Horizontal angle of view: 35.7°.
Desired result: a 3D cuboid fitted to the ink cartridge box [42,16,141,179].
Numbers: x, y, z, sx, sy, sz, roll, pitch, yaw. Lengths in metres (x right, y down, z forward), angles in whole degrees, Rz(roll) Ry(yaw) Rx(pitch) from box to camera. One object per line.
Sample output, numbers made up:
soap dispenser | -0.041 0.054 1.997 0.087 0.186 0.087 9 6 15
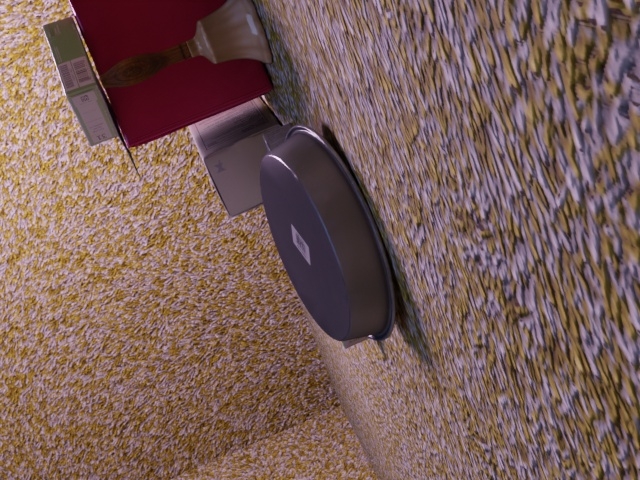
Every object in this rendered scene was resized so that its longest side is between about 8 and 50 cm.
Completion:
ink cartridge box | -0.364 -0.216 1.587 0.235 0.056 0.171 80 166 -55

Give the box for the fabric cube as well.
fabric cube | -0.251 -0.320 1.664 0.259 0.254 0.258 -147 33 -81

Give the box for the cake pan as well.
cake pan | 0.000 0.000 1.248 0.293 0.054 0.293 57 160 33

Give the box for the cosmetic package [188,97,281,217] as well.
cosmetic package | -0.149 -0.173 1.844 0.296 0.153 0.129 -119 7 -64

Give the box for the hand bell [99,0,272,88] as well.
hand bell | -0.204 -0.273 1.439 0.126 0.242 0.126 158 90 -84

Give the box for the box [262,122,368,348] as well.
box | -0.001 0.000 1.572 0.322 0.058 0.232 77 169 -56
